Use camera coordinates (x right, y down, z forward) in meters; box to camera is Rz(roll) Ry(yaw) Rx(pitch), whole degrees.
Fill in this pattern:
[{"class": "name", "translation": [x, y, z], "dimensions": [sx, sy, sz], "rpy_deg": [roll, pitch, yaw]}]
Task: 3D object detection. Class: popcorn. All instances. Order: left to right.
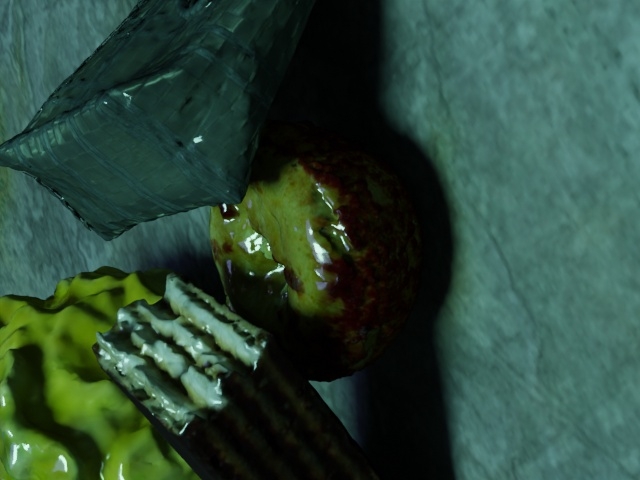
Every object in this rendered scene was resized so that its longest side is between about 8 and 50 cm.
[{"class": "popcorn", "translation": [-0.143, 0.136, 0.995], "dimensions": [0.249, 0.225, 0.249], "rpy_deg": [20, 118, 44]}]

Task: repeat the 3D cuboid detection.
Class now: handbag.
[{"class": "handbag", "translation": [-0.079, -0.097, 0.830], "dimensions": [0.089, 0.175, 0.270], "rpy_deg": [37, 158, -21]}]

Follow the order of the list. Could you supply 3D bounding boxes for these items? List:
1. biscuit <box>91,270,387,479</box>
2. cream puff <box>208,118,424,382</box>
[{"class": "biscuit", "translation": [-0.023, 0.124, 0.833], "dimensions": [0.106, 0.070, 0.252], "rpy_deg": [29, 160, 51]}, {"class": "cream puff", "translation": [0.000, 0.000, 0.817], "dimensions": [0.149, 0.084, 0.149], "rpy_deg": [30, 126, 50]}]
